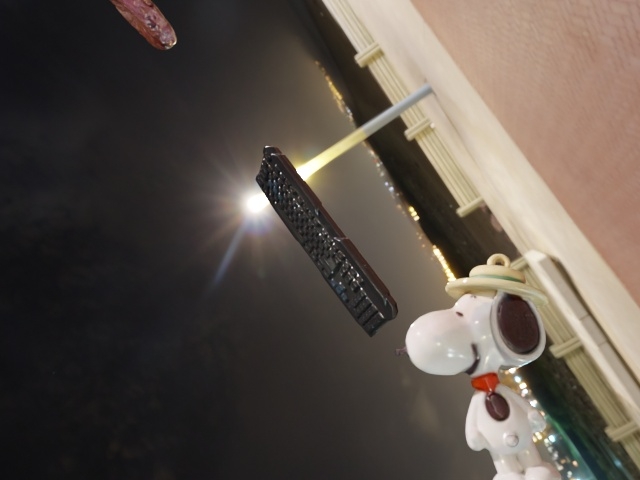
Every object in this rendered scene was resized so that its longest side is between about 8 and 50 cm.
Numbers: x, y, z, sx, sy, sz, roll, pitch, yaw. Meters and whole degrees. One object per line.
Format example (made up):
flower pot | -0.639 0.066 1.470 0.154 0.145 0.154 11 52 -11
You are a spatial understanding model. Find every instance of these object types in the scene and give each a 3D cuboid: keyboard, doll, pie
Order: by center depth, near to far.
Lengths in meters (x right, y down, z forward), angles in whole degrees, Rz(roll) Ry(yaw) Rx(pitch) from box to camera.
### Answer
keyboard | 0.000 0.000 0.667 0.262 0.016 0.106 53 151 13
doll | 0.241 0.174 0.708 0.271 0.208 0.144 55 179 19
pie | -0.311 -0.389 0.921 0.153 0.038 0.153 39 174 5
